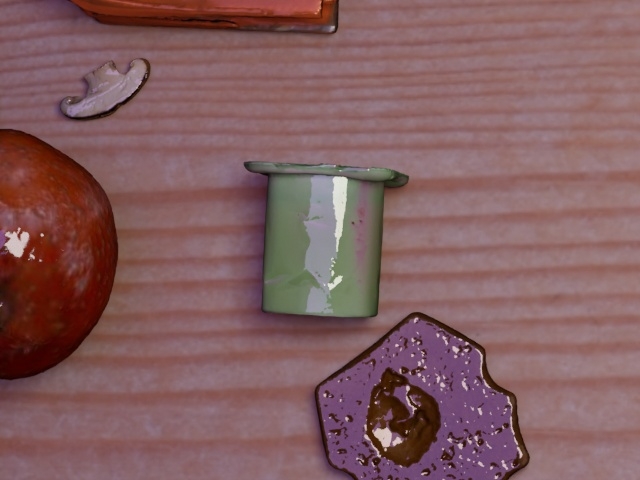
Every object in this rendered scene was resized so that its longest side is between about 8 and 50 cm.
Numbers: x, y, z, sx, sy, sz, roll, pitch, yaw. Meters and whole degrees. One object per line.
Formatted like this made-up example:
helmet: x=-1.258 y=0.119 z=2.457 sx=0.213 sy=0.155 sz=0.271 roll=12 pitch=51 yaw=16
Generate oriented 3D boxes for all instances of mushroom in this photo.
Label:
mushroom: x=-0.214 y=-0.151 z=1.790 sx=0.101 sy=0.019 sz=0.049 roll=-27 pitch=79 yaw=4

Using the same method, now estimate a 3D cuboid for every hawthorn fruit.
hawthorn fruit: x=-0.290 y=0.015 z=1.667 sx=0.263 sy=0.231 sz=0.235 roll=13 pitch=97 yaw=45

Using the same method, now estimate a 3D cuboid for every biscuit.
biscuit: x=0.105 y=0.188 z=1.675 sx=0.182 sy=0.034 sz=0.215 roll=-37 pitch=79 yaw=5

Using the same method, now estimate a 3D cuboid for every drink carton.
drink carton: x=0.000 y=0.000 z=1.673 sx=0.144 sy=0.146 sz=0.142 roll=4 pitch=92 yaw=12

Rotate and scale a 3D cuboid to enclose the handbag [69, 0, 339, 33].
handbag: x=-0.106 y=-0.410 z=1.756 sx=0.303 sy=0.116 sz=0.410 roll=3 pitch=83 yaw=10
